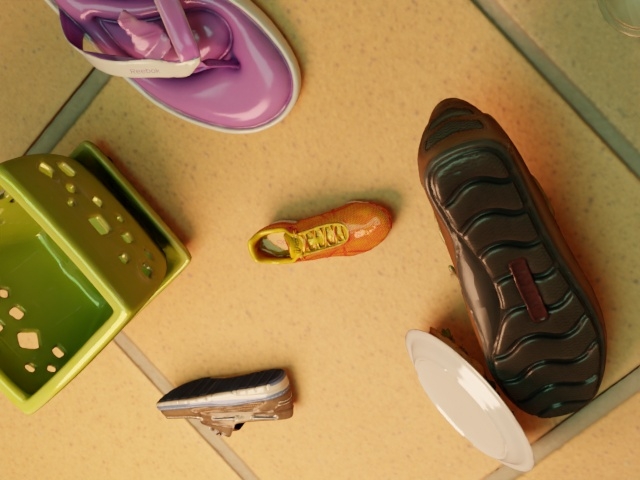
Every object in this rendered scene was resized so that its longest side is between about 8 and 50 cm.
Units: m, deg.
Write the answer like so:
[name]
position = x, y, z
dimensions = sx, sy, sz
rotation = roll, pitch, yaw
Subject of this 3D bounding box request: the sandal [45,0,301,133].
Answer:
[sandal]
position = -0.214, -0.246, 1.438
dimensions = 0.416, 0.102, 0.169
rotation = 36, 121, 0

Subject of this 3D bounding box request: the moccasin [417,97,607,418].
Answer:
[moccasin]
position = 0.194, 0.026, 1.357
dimensions = 0.139, 0.147, 0.380
rotation = -25, 117, 15

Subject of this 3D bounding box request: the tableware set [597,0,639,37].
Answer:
[tableware set]
position = 0.335, -0.278, 1.227
dimensions = 0.128, 0.039, 0.194
rotation = 40, 121, 9

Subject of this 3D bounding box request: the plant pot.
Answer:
[plant pot]
position = -0.304, 0.028, 1.545
dimensions = 0.227, 0.207, 0.228
rotation = 48, 122, 1

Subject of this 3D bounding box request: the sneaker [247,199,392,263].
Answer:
[sneaker]
position = 0.000, 0.000, 1.476
dimensions = 0.175, 0.067, 0.064
rotation = -15, 102, 27

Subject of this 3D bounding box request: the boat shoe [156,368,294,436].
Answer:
[boat shoe]
position = -0.118, 0.207, 1.613
dimensions = 0.183, 0.066, 0.066
rotation = -10, 107, 28

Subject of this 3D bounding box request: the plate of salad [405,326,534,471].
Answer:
[plate of salad]
position = 0.167, 0.169, 1.432
dimensions = 0.200, 0.048, 0.200
rotation = 45, 163, 18
